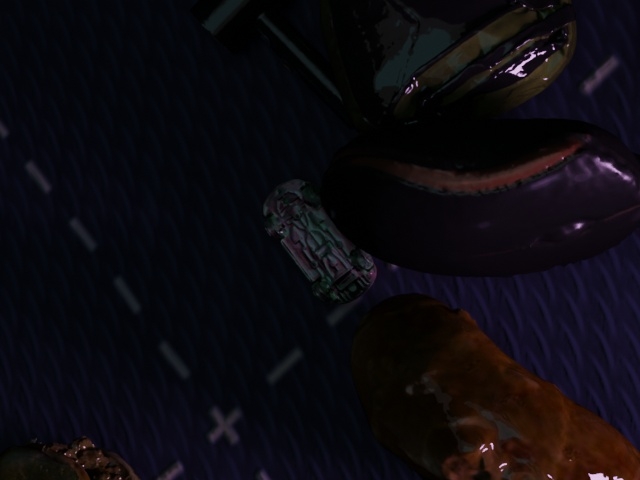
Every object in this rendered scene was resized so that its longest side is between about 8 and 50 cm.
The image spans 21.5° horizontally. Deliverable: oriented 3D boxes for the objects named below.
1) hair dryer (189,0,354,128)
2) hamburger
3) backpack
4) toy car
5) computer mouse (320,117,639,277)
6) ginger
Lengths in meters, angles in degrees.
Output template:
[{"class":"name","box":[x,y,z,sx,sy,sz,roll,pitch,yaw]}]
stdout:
[{"class":"hair dryer","box":[-0.007,-0.203,1.775,0.255,0.070,0.128,44,96,11]},{"class":"hamburger","box":[-0.270,0.282,1.749,0.185,0.131,0.159,17,96,26]},{"class":"backpack","box":[0.130,-0.213,1.682,0.253,0.140,0.207,-18,78,4]},{"class":"toy car","box":[0.000,0.000,1.739,0.069,0.055,0.142,-39,83,17]},{"class":"computer mouse","box":[0.156,-0.032,1.628,0.323,0.183,0.116,-2,58,18]},{"class":"ginger","box":[0.154,0.181,1.609,0.321,0.172,0.165,38,134,16]}]
